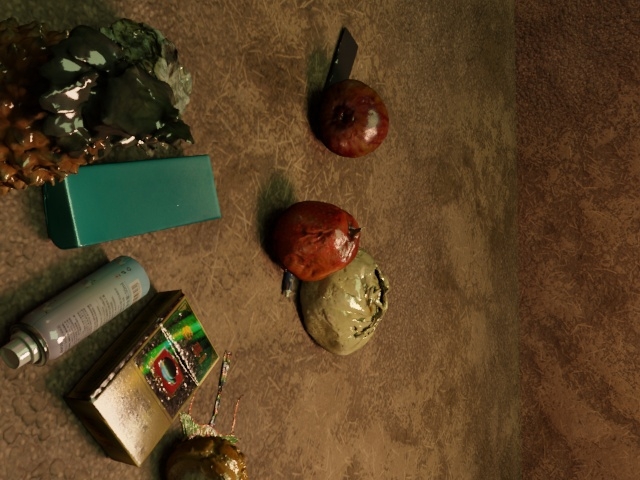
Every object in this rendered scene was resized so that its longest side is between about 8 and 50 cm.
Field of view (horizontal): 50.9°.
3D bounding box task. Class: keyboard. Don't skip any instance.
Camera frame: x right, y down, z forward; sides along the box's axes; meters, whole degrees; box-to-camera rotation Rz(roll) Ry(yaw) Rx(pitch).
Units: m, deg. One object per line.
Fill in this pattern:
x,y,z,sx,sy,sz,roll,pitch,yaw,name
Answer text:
0.050,-0.415,1.617,0.074,0.015,0.196,46,54,-52,keyboard

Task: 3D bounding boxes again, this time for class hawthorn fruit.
-0.012,0.004,1.388,0.173,0.179,0.173,-51,156,-33,hawthorn fruit

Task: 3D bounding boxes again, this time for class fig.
0.084,-0.273,1.551,0.207,0.175,0.175,4,87,-72,fig

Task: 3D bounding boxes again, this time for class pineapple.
-0.301,-0.156,0.765,0.223,0.357,0.223,-10,101,-59,pineapple

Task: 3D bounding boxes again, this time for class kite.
-0.196,0.329,1.259,0.198,0.006,0.244,41,58,-50,kite

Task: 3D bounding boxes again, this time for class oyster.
-0.256,-0.237,0.999,0.268,0.112,0.198,-102,170,-51,oyster

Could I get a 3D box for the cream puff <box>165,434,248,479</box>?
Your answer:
-0.190,0.398,1.155,0.103,0.144,0.126,-27,135,-68,cream puff

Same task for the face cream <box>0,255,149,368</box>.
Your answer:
-0.348,0.103,0.957,0.229,0.075,0.075,-41,124,-50,face cream

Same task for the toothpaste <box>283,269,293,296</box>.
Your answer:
-0.067,0.081,1.444,0.027,0.019,0.083,22,68,-38,toothpaste

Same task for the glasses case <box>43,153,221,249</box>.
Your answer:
-0.287,-0.067,1.060,0.301,0.070,0.117,-16,98,-54,glasses case

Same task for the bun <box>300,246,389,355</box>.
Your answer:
0.072,0.128,1.541,0.259,0.152,0.259,-2,93,-55,bun

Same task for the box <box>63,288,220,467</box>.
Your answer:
-0.275,0.214,1.077,0.240,0.071,0.159,-55,132,-41,box
